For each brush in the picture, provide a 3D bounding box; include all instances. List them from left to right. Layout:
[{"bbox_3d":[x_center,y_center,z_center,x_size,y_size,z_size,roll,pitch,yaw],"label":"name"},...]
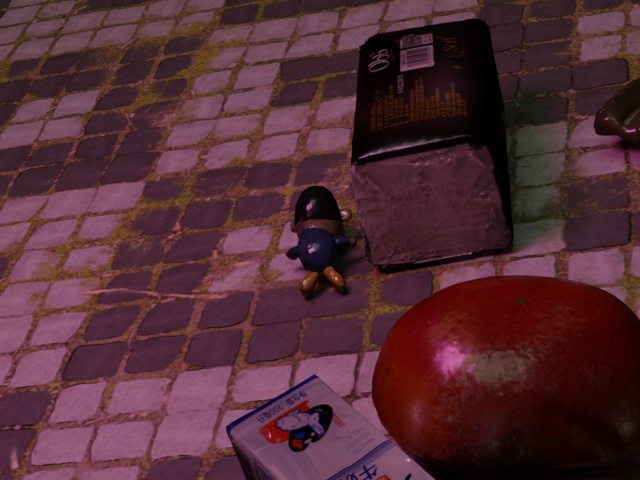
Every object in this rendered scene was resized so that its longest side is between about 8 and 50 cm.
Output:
[{"bbox_3d":[0.493,-0.212,2.314,0.084,0.071,0.301,26,41,27],"label":"brush"}]

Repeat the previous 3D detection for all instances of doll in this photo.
[{"bbox_3d":[0.000,0.000,2.198,0.102,0.089,0.179,-9,56,13],"label":"doll"}]

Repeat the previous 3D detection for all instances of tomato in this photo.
[{"bbox_3d":[0.217,0.124,1.771,0.338,0.144,0.338,-3,22,1],"label":"tomato"}]

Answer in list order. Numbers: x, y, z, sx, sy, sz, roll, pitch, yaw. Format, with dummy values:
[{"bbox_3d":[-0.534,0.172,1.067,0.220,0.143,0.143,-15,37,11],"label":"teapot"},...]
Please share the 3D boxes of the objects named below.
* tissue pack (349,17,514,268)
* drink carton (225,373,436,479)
[{"bbox_3d":[0.150,-0.148,2.236,0.210,0.198,0.370,-12,32,13],"label":"tissue pack"},{"bbox_3d":[0.032,0.275,1.733,0.130,0.107,0.315,-30,35,-17],"label":"drink carton"}]
